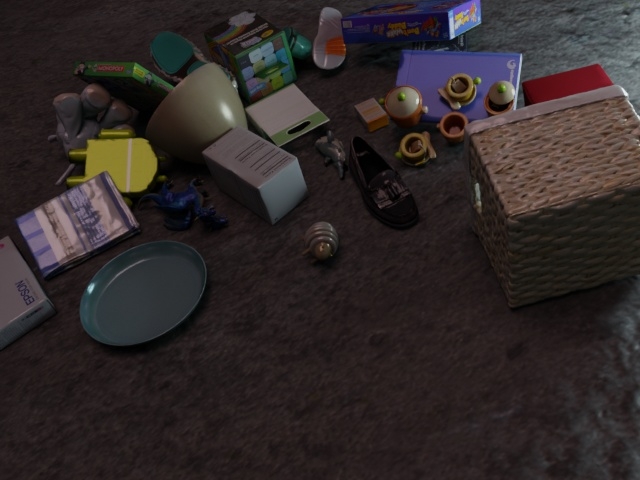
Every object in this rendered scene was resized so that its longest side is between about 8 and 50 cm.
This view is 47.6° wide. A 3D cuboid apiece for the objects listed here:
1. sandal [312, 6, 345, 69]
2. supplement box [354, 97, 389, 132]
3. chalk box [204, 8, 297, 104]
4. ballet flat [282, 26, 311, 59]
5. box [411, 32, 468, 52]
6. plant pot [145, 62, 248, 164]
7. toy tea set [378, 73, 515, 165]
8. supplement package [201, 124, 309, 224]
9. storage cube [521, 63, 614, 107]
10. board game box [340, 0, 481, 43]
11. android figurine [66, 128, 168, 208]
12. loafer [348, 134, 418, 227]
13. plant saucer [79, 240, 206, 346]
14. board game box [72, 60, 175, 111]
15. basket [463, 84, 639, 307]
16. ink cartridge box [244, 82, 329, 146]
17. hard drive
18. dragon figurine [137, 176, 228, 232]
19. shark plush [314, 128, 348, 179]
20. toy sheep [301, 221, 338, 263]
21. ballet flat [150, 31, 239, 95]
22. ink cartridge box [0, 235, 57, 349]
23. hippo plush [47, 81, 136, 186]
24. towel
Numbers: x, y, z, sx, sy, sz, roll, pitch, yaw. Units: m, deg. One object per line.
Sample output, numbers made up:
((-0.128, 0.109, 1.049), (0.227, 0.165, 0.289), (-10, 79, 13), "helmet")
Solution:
((0.027, -0.620, 2.287), (0.102, 0.076, 0.265), (13, 57, -10), "sandal")
((0.142, -0.349, 2.020), (0.062, 0.036, 0.098), (-23, 45, -5), "supplement box")
((-0.198, -0.553, 2.227), (0.180, 0.179, 0.289), (-32, 47, -14), "chalk box")
((-0.076, -0.621, 2.315), (0.087, 0.083, 0.247), (22, 18, -20), "ballet flat")
((0.340, -0.501, 2.064), (0.158, 0.093, 0.156), (-3, 47, 14), "box")
((-0.313, -0.319, 2.008), (0.191, 0.284, 0.284), (43, 64, 1), "plant pot")
((0.316, -0.337, 1.828), (0.336, 0.124, 0.200), (-24, 69, 7), "toy tea set")
((-0.168, -0.172, 1.879), (0.134, 0.139, 0.244), (-41, 50, -20), "supplement package")
((0.593, -0.269, 1.698), (0.215, 0.183, 0.193), (-14, 44, 6), "storage cube")
((0.270, -0.653, 2.158), (0.347, 0.078, 0.233), (8, 29, 33), "board game box")
((-0.563, -0.199, 2.022), (0.273, 0.056, 0.248), (-3, 72, -3), "android figurine")
((0.141, -0.150, 1.788), (0.109, 0.095, 0.302), (-25, 45, -6), "loafer")
((-0.418, 0.130, 1.738), (0.318, 0.043, 0.317), (-9, 46, 9), "plant saucer")
((-0.544, -0.450, 2.159), (0.213, 0.317, 0.046), (6, 83, 23), "board game box")
((0.487, -0.081, 1.458), (0.331, 0.328, 0.266), (-15, 49, 3), "basket")
((-0.094, -0.346, 2.080), (0.171, 0.056, 0.235), (-29, 49, -10), "ink cartridge box")
((0.359, -0.402, 1.927), (0.319, 0.040, 0.210), (6, 75, 17), "hard drive")
((-0.377, -0.085, 1.899), (0.289, 0.085, 0.144), (-2, 47, 14), "dragon figurine")
((0.037, -0.220, 1.942), (0.067, 0.073, 0.161), (-32, 65, 13), "shark plush")
((0.000, 0.000, 1.701), (0.091, 0.091, 0.132), (-14, 40, 5), "toy sheep")
((-0.394, -0.515, 2.278), (0.147, 0.147, 0.409), (-37, 55, -18), "ballet flat")
((-0.872, 0.169, 1.829), (0.330, 0.071, 0.324), (-35, 47, -18), "ink cartridge box")
((-0.685, -0.324, 2.172), (0.234, 0.294, 0.236), (-3, 13, -25), "hippo plush")
((-0.645, -0.044, 1.924), (0.285, 0.034, 0.209), (-29, 72, -9), "towel")
